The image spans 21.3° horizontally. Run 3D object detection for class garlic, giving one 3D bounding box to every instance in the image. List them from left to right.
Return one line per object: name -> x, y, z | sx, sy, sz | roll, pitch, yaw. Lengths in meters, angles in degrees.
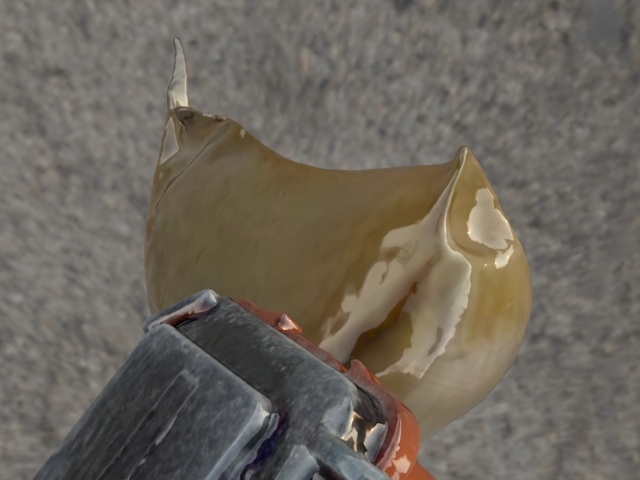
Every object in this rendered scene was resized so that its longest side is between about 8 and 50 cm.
garlic -> -0.009, 0.011, 0.978 | 0.151, 0.338, 0.196 | 6, 102, -33

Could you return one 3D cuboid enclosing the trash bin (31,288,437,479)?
trash bin -> 0.013, 0.150, 0.652 | 0.239, 0.184, 0.161 | 41, 83, -29
